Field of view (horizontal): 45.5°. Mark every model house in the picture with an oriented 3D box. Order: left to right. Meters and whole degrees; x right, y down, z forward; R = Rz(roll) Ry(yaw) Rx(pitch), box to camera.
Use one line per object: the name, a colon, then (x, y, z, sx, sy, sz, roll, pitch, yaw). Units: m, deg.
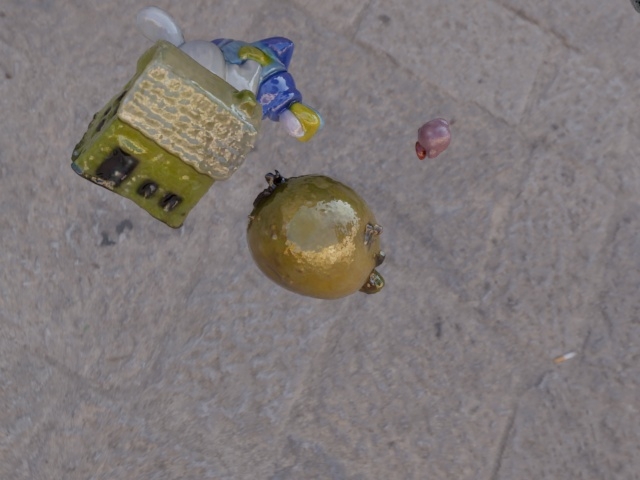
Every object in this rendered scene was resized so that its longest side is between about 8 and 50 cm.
model house: (-0.212, -0.171, 1.117, 0.193, 0.234, 0.175, 34, 31, -23)

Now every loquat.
loquat: (0.000, 0.000, 0.939, 0.204, 0.172, 0.149, 34, 83, -12)

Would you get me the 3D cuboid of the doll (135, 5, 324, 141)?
doll: (-0.188, -0.320, 1.591, 0.365, 0.187, 0.376, -1, 74, -29)

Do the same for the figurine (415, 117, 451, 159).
figurine: (0.228, -0.205, 1.539, 0.067, 0.071, 0.083, 22, 66, -46)

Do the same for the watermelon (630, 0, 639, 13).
watermelon: (0.549, -0.444, 1.116, 0.213, 0.289, 0.320, -6, 86, 2)
